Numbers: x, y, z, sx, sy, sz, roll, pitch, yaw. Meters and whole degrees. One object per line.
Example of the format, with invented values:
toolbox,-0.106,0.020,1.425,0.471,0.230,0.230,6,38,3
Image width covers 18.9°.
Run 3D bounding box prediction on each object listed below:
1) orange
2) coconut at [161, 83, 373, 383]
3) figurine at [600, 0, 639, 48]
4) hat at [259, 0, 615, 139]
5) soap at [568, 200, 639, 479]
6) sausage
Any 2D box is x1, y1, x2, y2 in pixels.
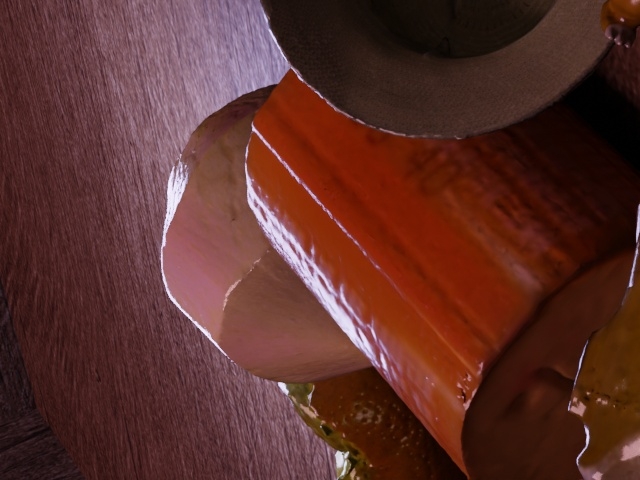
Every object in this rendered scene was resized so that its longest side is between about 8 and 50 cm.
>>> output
orange,0.058,0.177,1.784,0.179,0.158,0.237,-136,26,-73
coconut,0.000,0.000,1.601,0.259,0.259,0.259,52,157,33
figurine,0.222,-0.189,1.047,0.176,0.121,0.122,132,140,-55
hat,0.095,-0.182,1.255,0.257,0.257,0.130,60,-168,13
soap,0.220,-0.086,0.829,0.169,0.304,0.339,19,131,60
sausage,0.110,0.000,1.338,0.287,0.233,0.233,49,155,36
